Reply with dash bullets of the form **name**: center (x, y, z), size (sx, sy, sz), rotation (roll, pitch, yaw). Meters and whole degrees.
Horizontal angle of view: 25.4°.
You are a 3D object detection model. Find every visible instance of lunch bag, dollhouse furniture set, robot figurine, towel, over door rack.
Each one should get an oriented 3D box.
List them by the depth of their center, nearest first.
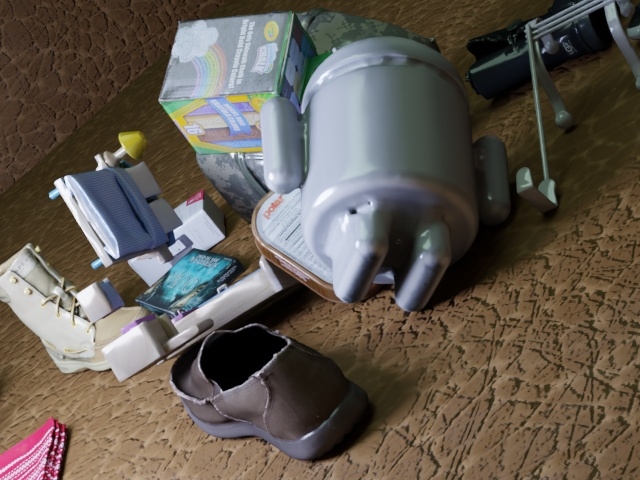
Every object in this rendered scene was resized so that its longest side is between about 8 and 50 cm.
- **over door rack**: center (0.350, -0.179, 1.624), size (0.240, 0.108, 0.324), rotation (-26, 36, 32)
- **robot figurine**: center (0.076, -0.092, 1.635), size (0.199, 0.300, 0.353), rotation (118, 158, -49)
- **dollhouse furniture set**: center (-0.199, -0.020, 1.798), size (0.198, 0.303, 0.286), rotation (-33, -4, 16)
- **towel**: center (-0.424, 0.350, 1.860), size (0.199, 0.031, 0.275), rotation (-36, 19, 8)
- **lunch bag**: center (0.011, -0.160, 1.958), size (0.256, 0.212, 0.305), rotation (5, 56, 39)

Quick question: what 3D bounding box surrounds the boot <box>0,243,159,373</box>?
- **boot**: center (-0.370, 0.092, 2.092), size (0.262, 0.203, 0.095), rotation (-15, 30, 51)

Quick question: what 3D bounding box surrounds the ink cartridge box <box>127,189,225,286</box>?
- **ink cartridge box**: center (-0.231, -0.003, 2.287), size (0.150, 0.063, 0.109), rotation (-35, 19, 9)

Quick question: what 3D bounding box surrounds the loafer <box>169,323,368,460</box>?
- **loafer**: center (-0.076, 0.138, 1.573), size (0.134, 0.130, 0.366), rotation (-45, 20, -22)

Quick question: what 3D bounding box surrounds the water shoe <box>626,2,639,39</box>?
- **water shoe**: center (0.447, -0.339, 1.832), size (0.203, 0.080, 0.073), rotation (-46, 20, -24)

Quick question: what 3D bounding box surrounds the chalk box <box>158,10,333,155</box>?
- **chalk box**: center (-0.074, -0.200, 1.811), size (0.213, 0.132, 0.132), rotation (-1, 61, 21)

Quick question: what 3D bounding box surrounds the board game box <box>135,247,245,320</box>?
- **board game box**: center (-0.197, 0.067, 2.122), size (0.126, 0.026, 0.186), rotation (-43, 19, -16)

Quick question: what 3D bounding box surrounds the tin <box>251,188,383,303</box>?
- **tin**: center (0.000, 0.000, 1.726), size (0.190, 0.040, 0.106), rotation (33, 68, 24)

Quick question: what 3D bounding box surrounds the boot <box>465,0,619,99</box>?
- **boot**: center (0.309, -0.309, 1.986), size (0.207, 0.094, 0.246), rotation (-20, 31, 33)
